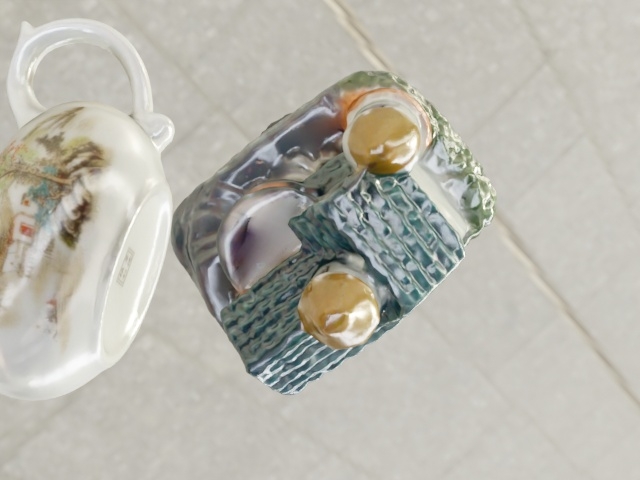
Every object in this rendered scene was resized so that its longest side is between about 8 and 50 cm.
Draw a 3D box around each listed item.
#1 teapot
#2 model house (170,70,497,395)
[{"bbox_3d":[-0.182,-0.006,1.210,0.204,0.139,0.298,75,32,-70],"label":"teapot"},{"bbox_3d":[0.000,0.000,1.472,0.271,0.190,0.301,-35,-173,10],"label":"model house"}]
